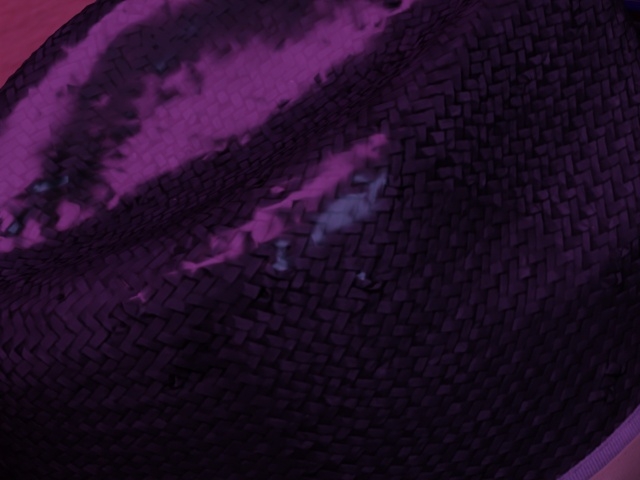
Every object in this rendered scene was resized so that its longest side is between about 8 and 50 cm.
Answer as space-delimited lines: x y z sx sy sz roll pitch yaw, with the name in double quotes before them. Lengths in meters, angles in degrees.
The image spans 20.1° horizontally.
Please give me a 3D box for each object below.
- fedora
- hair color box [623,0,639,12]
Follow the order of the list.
"fedora" 0.000 0.000 0.563 0.334 0.152 0.334 -14 44 14
"hair color box" 0.072 -0.199 0.725 0.339 0.110 0.185 16 64 42
